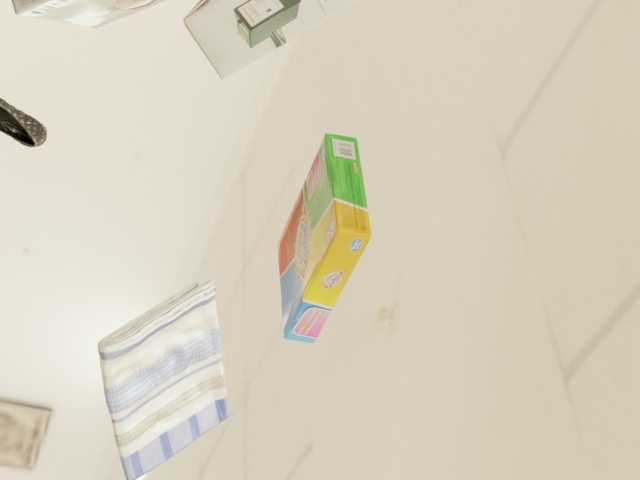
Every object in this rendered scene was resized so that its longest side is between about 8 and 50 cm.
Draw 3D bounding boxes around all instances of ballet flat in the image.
[{"bbox_3d":[-0.559,-0.214,1.824,0.049,0.173,0.057,-75,-171,-65],"label":"ballet flat"}]

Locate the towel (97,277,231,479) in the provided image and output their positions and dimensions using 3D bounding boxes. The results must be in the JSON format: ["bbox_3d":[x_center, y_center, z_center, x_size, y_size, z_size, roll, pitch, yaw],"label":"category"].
[{"bbox_3d":[-0.224,0.211,1.554,0.034,0.209,0.285,29,-44,36],"label":"towel"}]

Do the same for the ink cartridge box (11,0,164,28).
[{"bbox_3d":[-0.363,-0.452,1.837,0.239,0.275,0.060,-16,91,-67],"label":"ink cartridge box"}]

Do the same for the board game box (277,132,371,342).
[{"bbox_3d":[0.000,0.000,1.914,0.316,0.064,0.242,115,-23,-44],"label":"board game box"}]

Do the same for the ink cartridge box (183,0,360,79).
[{"bbox_3d":[-0.060,-0.408,1.728,0.289,0.121,0.211,-26,-160,20],"label":"ink cartridge box"}]
